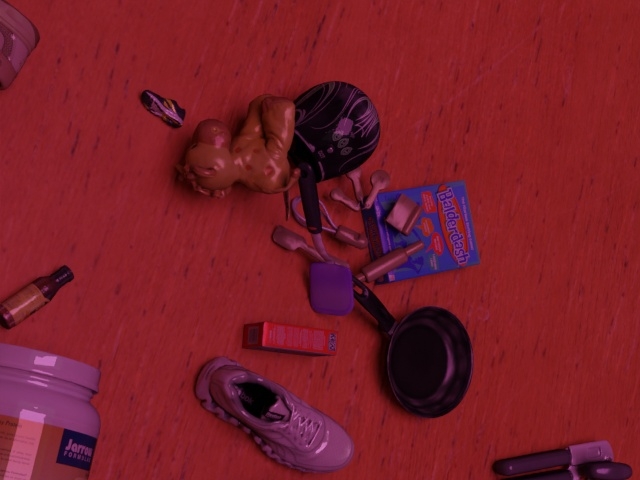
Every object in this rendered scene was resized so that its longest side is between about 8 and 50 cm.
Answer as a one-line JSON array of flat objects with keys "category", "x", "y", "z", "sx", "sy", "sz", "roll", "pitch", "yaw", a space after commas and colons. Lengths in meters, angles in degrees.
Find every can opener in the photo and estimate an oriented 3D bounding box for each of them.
[{"category": "can opener", "x": 0.452, "y": 0.423, "z": 2.238, "sx": 0.280, "sy": 0.093, "sz": 0.074, "roll": -2, "pitch": 85, "yaw": -27}]

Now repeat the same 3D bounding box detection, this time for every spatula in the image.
[{"category": "spatula", "x": 0.000, "y": 0.000, "z": 1.952, "sx": 0.030, "sy": 0.084, "sz": 0.296, "roll": -54, "pitch": 142, "yaw": -43}]

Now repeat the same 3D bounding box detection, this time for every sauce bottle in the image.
[{"category": "sauce bottle", "x": -0.421, "y": 0.081, "z": 1.775, "sx": 0.128, "sy": 0.042, "sz": 0.042, "roll": -37, "pitch": 102, "yaw": -28}]

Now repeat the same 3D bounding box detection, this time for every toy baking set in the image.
[{"category": "toy baking set", "x": 0.053, "y": -0.018, "z": 2.058, "sx": 0.256, "sy": 0.030, "sz": 0.197, "roll": -33, "pitch": 88, "yaw": -16}]

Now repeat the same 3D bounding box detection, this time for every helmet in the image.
[{"category": "helmet", "x": 0.021, "y": -0.189, "z": 2.019, "sx": 0.161, "sy": 0.169, "sz": 0.169, "roll": -38, "pitch": 103, "yaw": -18}]

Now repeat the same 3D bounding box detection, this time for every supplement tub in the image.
[{"category": "supplement tub", "x": -0.428, "y": 0.310, "z": 1.628, "sx": 0.228, "sy": 0.228, "sz": 0.316, "roll": 19, "pitch": 74, "yaw": -28}]

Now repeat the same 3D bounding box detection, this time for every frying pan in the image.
[{"category": "frying pan", "x": 0.137, "y": 0.195, "z": 2.083, "sx": 0.326, "sy": 0.053, "sz": 0.197, "roll": 20, "pitch": 76, "yaw": -32}]

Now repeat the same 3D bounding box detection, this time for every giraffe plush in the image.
[{"category": "giraffe plush", "x": -0.140, "y": -0.133, "z": 1.912, "sx": 0.170, "sy": 0.181, "sz": 0.210, "roll": 1, "pitch": 65, "yaw": -20}]

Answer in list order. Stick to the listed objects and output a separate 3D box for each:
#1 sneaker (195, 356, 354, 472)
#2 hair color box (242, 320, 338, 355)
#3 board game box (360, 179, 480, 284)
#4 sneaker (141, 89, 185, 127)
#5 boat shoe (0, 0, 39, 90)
[{"category": "sneaker", "x": -0.060, "y": 0.287, "z": 1.912, "sx": 0.292, "sy": 0.118, "sz": 0.110, "roll": 33, "pitch": 72, "yaw": -20}, {"category": "hair color box", "x": -0.049, "y": 0.163, "z": 1.974, "sx": 0.141, "sy": 0.072, "sz": 0.043, "roll": 11, "pitch": 78, "yaw": -31}, {"category": "board game box", "x": 0.181, "y": -0.016, "z": 2.153, "sx": 0.210, "sy": 0.047, "sz": 0.160, "roll": -11, "pitch": 89, "yaw": -32}, {"category": "sneaker", "x": -0.252, "y": -0.217, "z": 1.932, "sx": 0.083, "sy": 0.031, "sz": 0.035, "roll": 42, "pitch": 51, "yaw": -24}, {"category": "boat shoe", "x": -0.563, "y": -0.345, "z": 1.703, "sx": 0.341, "sy": 0.122, "sz": 0.110, "roll": 35, "pitch": 66, "yaw": -24}]
